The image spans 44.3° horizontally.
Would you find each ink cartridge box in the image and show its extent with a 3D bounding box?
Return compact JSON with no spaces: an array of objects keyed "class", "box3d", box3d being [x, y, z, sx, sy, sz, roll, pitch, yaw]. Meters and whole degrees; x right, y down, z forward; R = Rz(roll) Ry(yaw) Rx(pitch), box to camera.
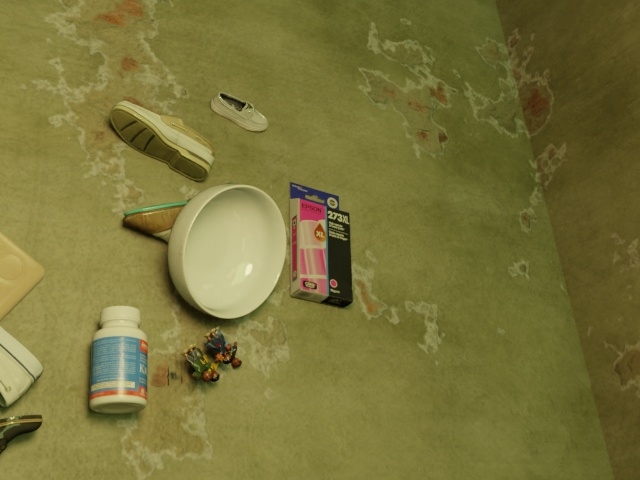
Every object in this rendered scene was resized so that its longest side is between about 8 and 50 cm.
[{"class":"ink cartridge box","box3d":[0.000,0.000,2.238,0.176,0.069,0.371,15,56,-29]}]

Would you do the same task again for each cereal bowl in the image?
[{"class":"cereal bowl","box3d":[-0.249,0.018,1.952,0.339,0.141,0.339,-16,112,-46]}]

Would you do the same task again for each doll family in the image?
[{"class":"doll family","box3d":[-0.256,0.283,1.898,0.111,0.076,0.193,50,46,4]}]

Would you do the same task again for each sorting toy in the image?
[{"class":"sorting toy","box3d":[-0.737,0.066,1.704,0.208,0.038,0.193,45,49,-13]}]

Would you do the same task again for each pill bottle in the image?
[{"class":"pill bottle","box3d":[-0.445,0.263,1.740,0.124,0.124,0.221,10,62,-31]}]

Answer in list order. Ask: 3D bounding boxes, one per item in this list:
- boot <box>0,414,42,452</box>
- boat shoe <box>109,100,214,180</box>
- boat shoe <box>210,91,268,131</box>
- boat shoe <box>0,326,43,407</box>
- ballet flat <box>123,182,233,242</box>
[{"class":"boot","box3d":[-0.645,0.428,1.556,0.198,0.077,0.137,-11,77,-25]},{"class":"boat shoe","box3d":[-0.413,-0.277,2.068,0.302,0.113,0.103,36,49,-28]},{"class":"boat shoe","box3d":[-0.226,-0.377,2.275,0.184,0.063,0.066,28,53,-20]},{"class":"boat shoe","box3d":[-0.746,0.205,1.569,0.367,0.136,0.156,47,51,-18]},{"class":"ballet flat","box3d":[-0.338,-0.054,2.012,0.342,0.116,0.124,-21,99,-44]}]
